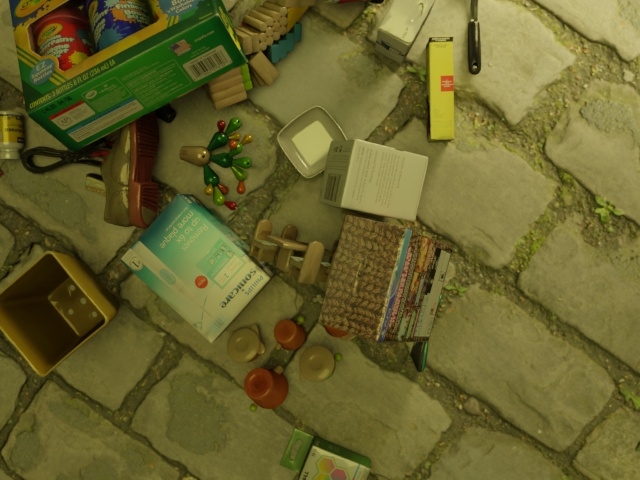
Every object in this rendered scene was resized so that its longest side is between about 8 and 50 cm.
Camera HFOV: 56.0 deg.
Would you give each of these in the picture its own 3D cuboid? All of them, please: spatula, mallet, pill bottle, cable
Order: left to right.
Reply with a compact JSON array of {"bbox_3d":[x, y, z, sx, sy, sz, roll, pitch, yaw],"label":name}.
[{"bbox_3d":[-0.771,-0.259,1.491,0.065,0.065,0.116,0,94,4],"label":"pill bottle"},{"bbox_3d":[-0.597,-0.219,1.501,0.287,0.072,0.139,-21,109,17],"label":"cable"},{"bbox_3d":[-0.338,-0.372,1.470,0.062,0.039,0.189,41,92,2],"label":"mallet"},{"bbox_3d":[0.361,-0.537,1.408,0.084,0.030,0.296,-1,93,2],"label":"spatula"}]

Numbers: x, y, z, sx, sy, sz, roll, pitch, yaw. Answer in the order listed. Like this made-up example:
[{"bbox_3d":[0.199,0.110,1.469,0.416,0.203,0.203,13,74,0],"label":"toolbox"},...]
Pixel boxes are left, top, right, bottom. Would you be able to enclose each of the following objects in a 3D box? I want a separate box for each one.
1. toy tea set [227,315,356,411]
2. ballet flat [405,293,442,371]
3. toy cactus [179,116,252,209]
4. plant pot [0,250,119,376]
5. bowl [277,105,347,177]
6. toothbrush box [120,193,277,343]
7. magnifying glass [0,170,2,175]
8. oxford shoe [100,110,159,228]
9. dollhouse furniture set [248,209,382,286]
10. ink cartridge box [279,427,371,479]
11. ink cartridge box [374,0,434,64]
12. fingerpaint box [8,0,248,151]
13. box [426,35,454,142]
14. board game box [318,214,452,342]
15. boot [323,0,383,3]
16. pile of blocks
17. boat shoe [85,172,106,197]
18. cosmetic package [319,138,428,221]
[{"bbox_3d":[-0.055,0.282,1.471,0.336,0.124,0.200,-19,63,8],"label":"toy tea set"},{"bbox_3d":[0.238,0.212,1.449,0.074,0.074,0.203,13,95,3],"label":"ballet flat"},{"bbox_3d":[-0.256,-0.192,1.449,0.181,0.112,0.218,12,103,13],"label":"toy cactus"},{"bbox_3d":[-0.614,0.160,1.446,0.212,0.187,0.212,-40,91,5],"label":"plant pot"},{"bbox_3d":[-0.016,-0.235,1.444,0.142,0.053,0.142,-36,91,6],"label":"bowl"},{"bbox_3d":[-0.287,0.063,1.448,0.295,0.126,0.216,43,96,-1],"label":"toothbrush box"},{"bbox_3d":[-0.889,-0.251,1.523,0.092,0.026,0.231,-39,88,5],"label":"magnifying glass"},{"bbox_3d":[-0.460,-0.203,1.408,0.130,0.123,0.348,1,87,11],"label":"oxford shoe"},{"bbox_3d":[0.000,0.000,1.367,0.242,0.212,0.160,11,98,-38],"label":"dollhouse furniture set"},{"bbox_3d":[0.009,0.561,1.489,0.209,0.062,0.109,22,96,3],"label":"ink cartridge box"},{"bbox_3d":[0.190,-0.490,1.343,0.082,0.191,0.139,29,95,2],"label":"ink cartridge box"},{"bbox_3d":[-0.435,-0.466,1.329,0.445,0.163,0.371,-25,62,6],"label":"fingerpaint box"},{"bbox_3d":[0.278,-0.348,1.400,0.058,0.087,0.232,-1,93,4],"label":"box"},{"bbox_3d":[0.152,0.091,1.312,0.141,0.291,0.232,14,89,31],"label":"board game box"},{"bbox_3d":[0.058,-0.648,1.406,0.176,0.088,0.244,-10,66,-28],"label":"boot"},{"bbox_3d":[-0.154,-0.467,1.428,0.362,0.149,0.113,-46,47,-3],"label":"pile of blocks"},{"bbox_3d":[-0.519,-0.124,1.494,0.135,0.050,0.045,23,110,2],"label":"boat shoe"},{"bbox_3d":[0.117,-0.136,1.364,0.184,0.151,0.151,10,95,-21],"label":"cosmetic package"}]
